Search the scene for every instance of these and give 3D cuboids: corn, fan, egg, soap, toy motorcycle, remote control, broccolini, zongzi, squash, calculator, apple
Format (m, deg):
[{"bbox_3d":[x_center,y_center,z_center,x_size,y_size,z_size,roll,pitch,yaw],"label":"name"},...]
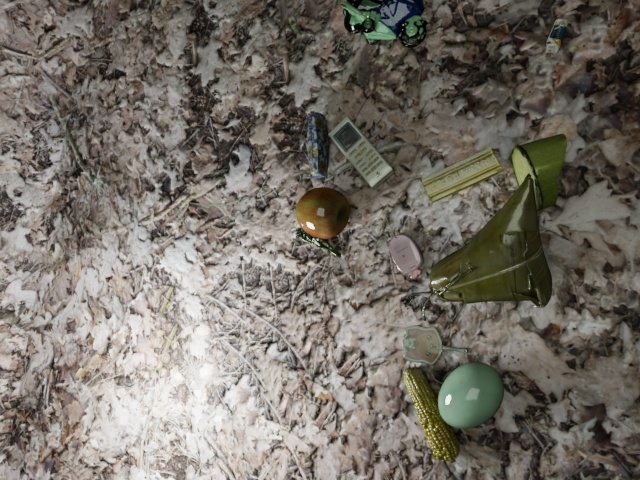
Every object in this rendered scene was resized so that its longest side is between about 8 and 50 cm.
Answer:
[{"bbox_3d":[0.365,0.574,1.411,0.097,0.097,0.320,-28,74,19],"label":"corn"},{"bbox_3d":[0.388,0.363,1.457,0.220,0.009,0.132,4,89,23],"label":"fan"},{"bbox_3d":[0.466,0.484,1.331,0.168,0.168,0.231,41,105,20],"label":"egg"},{"bbox_3d":[0.473,-0.218,1.445,0.252,0.037,0.092,-24,79,19],"label":"soap"},{"bbox_3d":[0.240,-0.817,1.542,0.331,0.125,0.196,23,94,19],"label":"toy motorcycle"},{"bbox_3d":[0.148,-0.326,1.577,0.103,0.055,0.277,-41,73,15],"label":"remote control"},{"bbox_3d":[-0.005,0.003,1.618,0.201,0.058,0.074,33,106,22],"label":"broccolini"},{"bbox_3d":[0.454,0.028,1.318,0.447,0.181,0.418,-8,111,23],"label":"zongzi"},{"bbox_3d":[0.665,-0.195,1.277,0.133,0.220,0.220,-11,82,11],"label":"squash"},{"bbox_3d":[0.304,0.056,1.504,0.103,0.024,0.166,-31,75,18],"label":"calculator"},{"bbox_3d":[0.006,-0.101,1.551,0.174,0.188,0.188,18,94,28],"label":"apple"}]

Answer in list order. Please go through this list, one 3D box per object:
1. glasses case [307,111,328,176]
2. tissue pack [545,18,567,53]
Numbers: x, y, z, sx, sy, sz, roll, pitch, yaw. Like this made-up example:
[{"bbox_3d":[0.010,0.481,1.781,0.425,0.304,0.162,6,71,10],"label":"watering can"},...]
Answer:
[{"bbox_3d":[-0.009,-0.365,1.628,0.065,0.087,0.248,-4,86,35],"label":"glasses case"},{"bbox_3d":[0.745,-0.643,1.345,0.042,0.062,0.083,23,95,27],"label":"tissue pack"}]
